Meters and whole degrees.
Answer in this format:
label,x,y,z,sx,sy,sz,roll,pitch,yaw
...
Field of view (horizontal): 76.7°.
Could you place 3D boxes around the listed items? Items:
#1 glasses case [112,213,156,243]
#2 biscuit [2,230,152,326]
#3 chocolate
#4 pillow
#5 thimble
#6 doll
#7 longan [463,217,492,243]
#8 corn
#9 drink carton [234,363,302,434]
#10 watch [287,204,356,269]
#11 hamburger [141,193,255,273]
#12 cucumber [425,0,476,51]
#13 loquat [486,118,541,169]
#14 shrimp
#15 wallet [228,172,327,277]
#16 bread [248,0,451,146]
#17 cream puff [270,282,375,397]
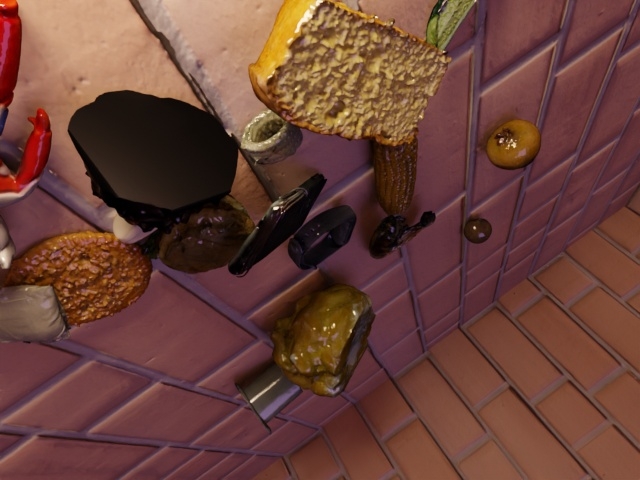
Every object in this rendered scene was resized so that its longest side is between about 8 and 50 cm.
label,x,y,z,sx,sy,sz,roll,pitch,yaw
glasses case,-0.276,-0.073,0.705,0.204,0.081,0.051,-37,143,3
biscuit,-0.449,0.081,0.774,0.254,0.035,0.254,-24,144,-19
chocolate,-0.249,-0.090,0.617,0.206,0.224,0.177,-29,163,-41
pillow,-0.565,0.132,0.684,0.230,0.050,0.148,-3,128,-21
thimble,-0.090,-0.186,0.734,0.110,0.084,0.062,-39,147,-1
doll,-0.445,-0.107,0.504,0.188,0.099,0.383,-6,130,-37
longan,0.604,-0.041,1.554,0.113,0.092,0.113,-7,128,-10
corn,0.184,-0.169,0.993,0.115,0.115,0.317,-31,147,-10
drink carton,-0.180,0.548,1.463,0.190,0.191,0.185,-35,-175,-16
watch,0.000,0.000,1.034,0.193,0.068,0.206,-31,160,-26
hamburger,-0.231,-0.018,0.799,0.206,0.129,0.183,-32,150,25
cucumber,0.253,-0.455,0.763,0.070,0.046,0.220,1,130,-41
loquat,0.565,-0.279,1.184,0.163,0.137,0.163,-14,154,-7
shrimp,0.244,-0.031,1.183,0.233,0.071,0.365,-29,164,-4
wallet,-0.066,-0.046,0.820,0.172,0.045,0.318,-54,178,22
bread,0.030,-0.279,0.651,0.340,0.179,0.194,-1,131,-39
cream puff,-0.008,0.296,1.273,0.378,0.276,0.378,-46,147,-42
